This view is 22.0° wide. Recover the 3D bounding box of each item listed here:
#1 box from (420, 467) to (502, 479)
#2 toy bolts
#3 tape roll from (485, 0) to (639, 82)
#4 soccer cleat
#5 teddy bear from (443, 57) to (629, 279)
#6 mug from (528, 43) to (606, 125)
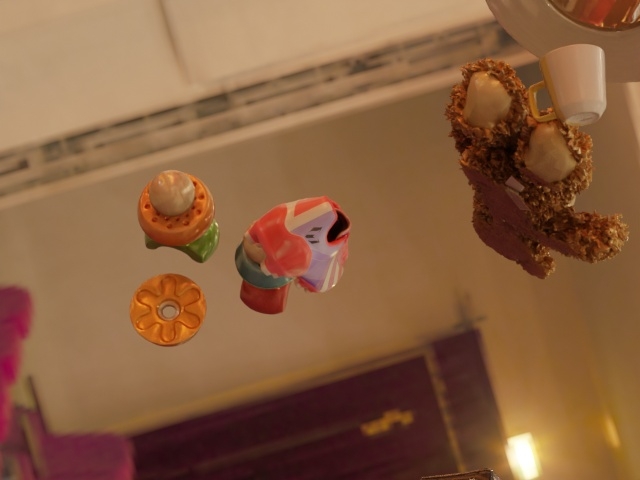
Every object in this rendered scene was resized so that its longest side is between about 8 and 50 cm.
[{"bbox_3d":[0.202,0.439,2.042,0.184,0.103,0.261,44,40,-52],"label":"box"},{"bbox_3d":[-0.141,0.026,2.122,0.158,0.228,0.218,87,16,-66],"label":"toy bolts"},{"bbox_3d":[0.311,-0.308,1.744,0.100,0.286,0.286,-59,146,-42],"label":"tape roll"},{"bbox_3d":[0.000,0.000,1.661,0.083,0.095,0.248,65,11,10],"label":"soccer cleat"},{"bbox_3d":[0.230,-0.083,1.778,0.245,0.113,0.338,31,-17,34],"label":"teddy bear"},{"bbox_3d":[0.241,-0.141,1.561,0.078,0.062,0.064,127,-41,-64],"label":"mug"}]
